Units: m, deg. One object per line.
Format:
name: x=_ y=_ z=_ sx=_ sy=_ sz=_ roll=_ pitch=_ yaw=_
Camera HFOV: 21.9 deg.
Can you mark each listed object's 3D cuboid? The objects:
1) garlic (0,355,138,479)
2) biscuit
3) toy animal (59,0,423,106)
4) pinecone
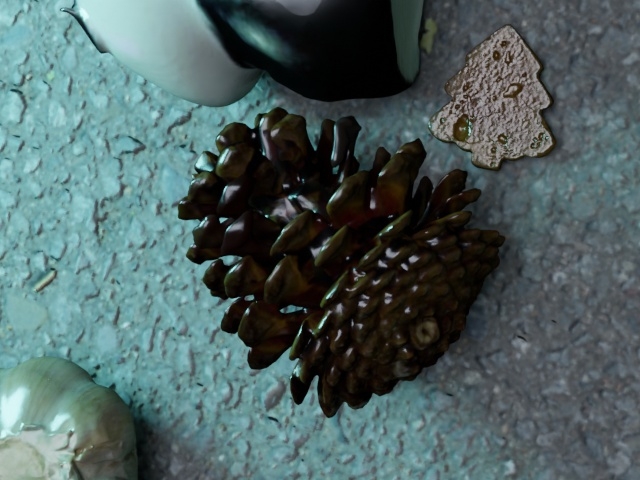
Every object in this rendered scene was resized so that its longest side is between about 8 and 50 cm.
garlic: x=-0.270 y=0.217 z=1.548 sx=0.227 sy=0.152 sz=0.228 roll=-2 pitch=83 yaw=14
biscuit: x=0.159 y=-0.126 z=1.465 sx=0.119 sy=0.019 sz=0.130 roll=13 pitch=94 yaw=21
toy animal: x=-0.068 y=-0.245 z=1.450 sx=0.309 sy=0.251 sz=0.251 roll=3 pitch=90 yaw=14
pinecone: x=0.002 y=-0.003 z=1.411 sx=0.292 sy=0.246 sz=0.246 roll=38 pitch=102 yaw=28
